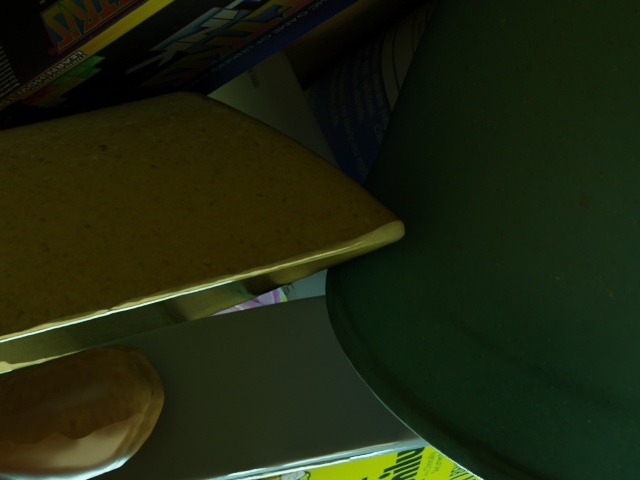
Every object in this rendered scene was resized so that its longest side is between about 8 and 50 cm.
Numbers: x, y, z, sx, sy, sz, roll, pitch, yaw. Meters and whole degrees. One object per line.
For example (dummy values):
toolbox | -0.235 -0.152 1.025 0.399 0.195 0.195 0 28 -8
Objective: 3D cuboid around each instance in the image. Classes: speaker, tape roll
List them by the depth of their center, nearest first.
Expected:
tape roll | -0.016 0.077 0.847 0.219 0.072 0.219 -10 172 -1
speaker | -0.015 -0.028 0.879 0.055 0.136 0.055 -25 172 -4

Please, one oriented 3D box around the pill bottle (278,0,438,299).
pill bottle | 0.095 -0.064 0.932 0.272 0.152 0.152 -31 170 32

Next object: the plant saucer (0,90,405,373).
plant saucer | -0.176 0.023 0.713 0.333 0.081 0.333 -14 176 -20

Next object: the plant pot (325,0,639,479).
plant pot | 0.163 -0.058 0.680 0.272 0.272 0.255 -17 132 -45

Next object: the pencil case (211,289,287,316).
pencil case | -0.118 0.046 1.116 0.284 0.124 0.124 -34 169 40

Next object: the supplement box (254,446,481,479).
supplement box | 0.016 0.105 1.342 0.357 0.195 0.194 -18 154 -12

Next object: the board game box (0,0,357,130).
board game box | -0.051 -0.096 0.654 0.170 0.048 0.141 -29 170 26

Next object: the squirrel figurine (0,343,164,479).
squirrel figurine | -0.237 0.275 0.730 0.397 0.370 0.281 -18 176 38
